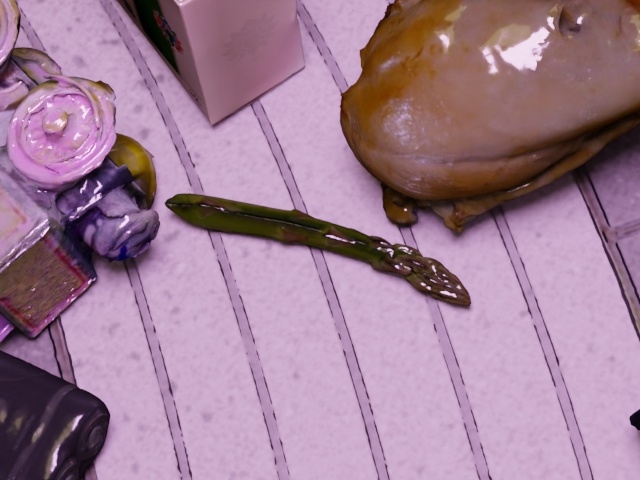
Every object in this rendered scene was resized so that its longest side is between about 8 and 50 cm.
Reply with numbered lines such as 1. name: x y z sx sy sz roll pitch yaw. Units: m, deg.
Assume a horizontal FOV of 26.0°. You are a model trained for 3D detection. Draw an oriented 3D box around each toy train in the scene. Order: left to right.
1. toy train: -0.239 -0.064 1.004 0.177 0.134 0.261 -43 68 -9

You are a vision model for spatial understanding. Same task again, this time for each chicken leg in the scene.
1. chicken leg: 0.216 -0.130 0.919 0.429 0.152 0.201 -10 85 14

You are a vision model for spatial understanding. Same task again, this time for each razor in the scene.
1. razor: -0.225 0.124 0.970 0.148 0.054 0.090 25 74 18

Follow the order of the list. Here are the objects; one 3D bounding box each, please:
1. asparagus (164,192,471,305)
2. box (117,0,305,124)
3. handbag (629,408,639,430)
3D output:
1. asparagus: 0.000 0.000 1.001 0.236 0.027 0.034 16 77 14
2. box: -0.110 -0.219 1.028 0.095 0.168 0.212 -34 67 -10
3. handbag: 0.337 0.006 0.818 0.118 0.269 0.326 40 79 19
